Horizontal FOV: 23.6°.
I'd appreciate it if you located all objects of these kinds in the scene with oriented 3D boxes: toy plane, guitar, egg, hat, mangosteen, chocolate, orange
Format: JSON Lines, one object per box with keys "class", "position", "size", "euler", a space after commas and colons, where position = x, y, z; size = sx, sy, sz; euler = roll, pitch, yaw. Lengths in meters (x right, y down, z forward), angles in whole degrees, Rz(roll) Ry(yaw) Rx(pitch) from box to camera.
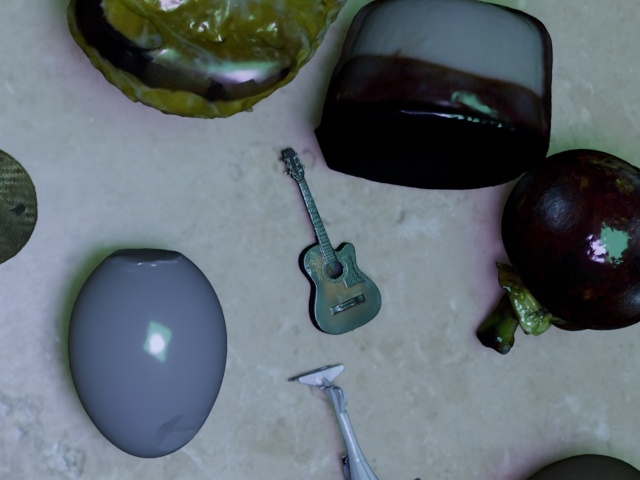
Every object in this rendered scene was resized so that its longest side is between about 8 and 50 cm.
{"class": "toy plane", "position": [0.060, 0.285, 1.823], "size": [0.182, 0.107, 0.273], "euler": [1, 87, -24]}
{"class": "guitar", "position": [0.000, 0.000, 1.834], "size": [0.088, 0.025, 0.233], "euler": [-23, 98, -17]}
{"class": "egg", "position": [-0.191, 0.126, 1.693], "size": [0.176, 0.176, 0.232], "euler": [0, 93, -19]}
{"class": "hat", "position": [-0.378, -0.036, 1.682], "size": [0.146, 0.067, 0.146], "euler": [-1, 92, -19]}
{"class": "mangosteen", "position": [0.298, 0.030, 1.844], "size": [0.231, 0.231, 0.289], "euler": [41, 99, -15]}
{"class": "chocolate", "position": [0.134, -0.181, 1.770], "size": [0.283, 0.283, 0.186], "euler": [8, 73, -19]}
{"class": "orange", "position": [-0.102, -0.294, 1.689], "size": [0.271, 0.210, 0.369], "euler": [33, 79, 7]}

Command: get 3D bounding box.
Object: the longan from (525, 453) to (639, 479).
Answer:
{"class": "longan", "position": [0.331, 0.383, 1.859], "size": [0.248, 0.248, 0.248], "euler": [-1, 92, -19]}
